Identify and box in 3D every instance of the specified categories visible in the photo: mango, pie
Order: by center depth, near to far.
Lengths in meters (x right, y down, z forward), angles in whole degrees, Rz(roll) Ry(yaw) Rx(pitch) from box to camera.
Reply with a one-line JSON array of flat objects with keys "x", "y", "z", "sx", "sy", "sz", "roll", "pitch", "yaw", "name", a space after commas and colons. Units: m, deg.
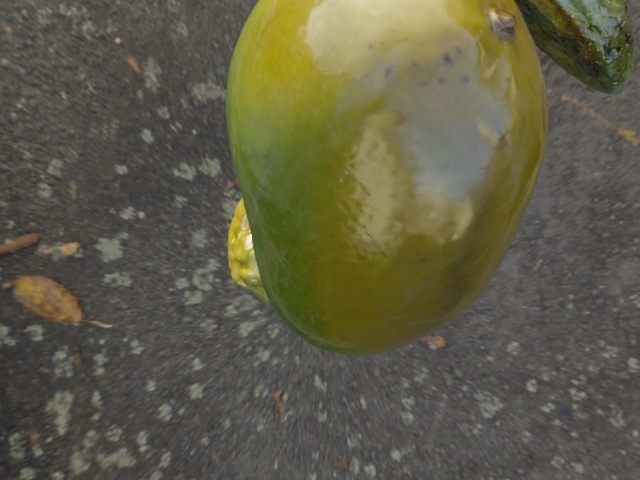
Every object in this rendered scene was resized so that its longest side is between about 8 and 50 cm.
[{"x": 0.026, "y": -0.029, "z": 0.515, "sx": 0.156, "sy": 0.114, "sz": 0.251, "roll": 14, "pitch": 130, "yaw": 9, "name": "mango"}, {"x": 0.237, "y": -0.263, "z": 1.109, "sx": 0.078, "sy": 0.277, "sz": 0.277, "roll": -38, "pitch": 87, "yaw": 1, "name": "pie"}]

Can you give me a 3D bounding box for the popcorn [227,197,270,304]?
[{"x": 0.000, "y": 0.004, "z": 1.002, "sx": 0.197, "sy": 0.155, "sz": 0.198, "roll": 14, "pitch": 60, "yaw": -25, "name": "popcorn"}]
